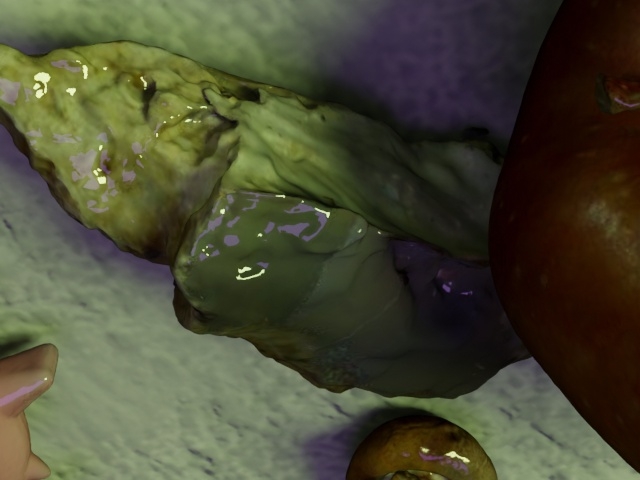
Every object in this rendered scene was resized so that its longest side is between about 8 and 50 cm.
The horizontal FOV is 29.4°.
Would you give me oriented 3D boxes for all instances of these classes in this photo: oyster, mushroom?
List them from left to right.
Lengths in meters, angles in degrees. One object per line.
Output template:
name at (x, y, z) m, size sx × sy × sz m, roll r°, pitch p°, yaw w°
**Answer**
oyster at (0.002, 0.002, 0.571) m, size 0.166 × 0.110 × 0.341 m, roll -34°, pitch 134°, yaw 32°
mushroom at (0.057, 0.135, 0.698) m, size 0.088 × 0.073 × 0.129 m, roll 12°, pitch 164°, yaw 9°

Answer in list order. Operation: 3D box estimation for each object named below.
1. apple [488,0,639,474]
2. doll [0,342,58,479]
apple at (0.227, -0.002, 0.454) m, size 0.316 × 0.288 × 0.288 m, roll 28°, pitch 126°, yaw -37°
doll at (-0.238, 0.110, 0.678) m, size 0.211 × 0.093 × 0.262 m, roll -39°, pitch 119°, yaw 24°
